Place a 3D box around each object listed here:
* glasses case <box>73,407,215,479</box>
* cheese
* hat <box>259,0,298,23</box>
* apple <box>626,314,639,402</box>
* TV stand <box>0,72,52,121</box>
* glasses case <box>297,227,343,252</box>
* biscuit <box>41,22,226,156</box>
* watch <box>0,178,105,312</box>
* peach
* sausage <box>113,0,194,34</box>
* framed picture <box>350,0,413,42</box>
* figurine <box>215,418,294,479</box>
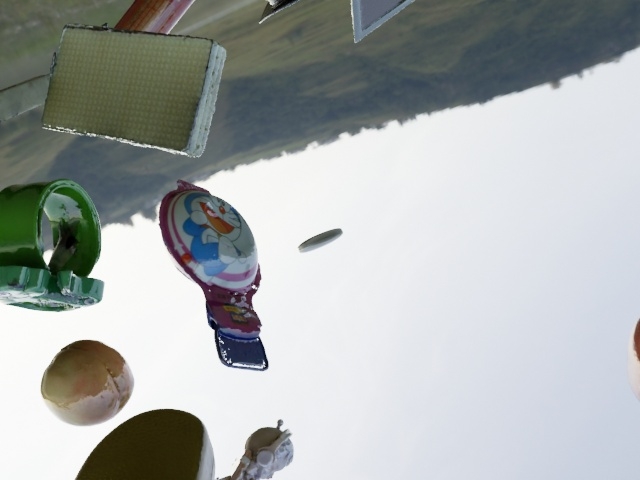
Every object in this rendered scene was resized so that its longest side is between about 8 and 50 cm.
[{"bbox_3d":[-0.233,0.388,0.865,0.173,0.141,0.371,-1,-143,3],"label":"glasses case"},{"bbox_3d":[-0.112,0.031,0.790,0.062,0.155,0.244,-36,-123,26],"label":"cheese"},{"bbox_3d":[-0.052,-0.349,0.956,0.121,0.050,0.121,-31,-142,28],"label":"hat"},{"bbox_3d":[0.711,0.224,1.338,0.260,0.260,0.216,-24,-174,5],"label":"apple"},{"bbox_3d":[-0.419,-0.171,0.914,0.042,0.036,0.249,-8,-158,20],"label":"TV stand"},{"bbox_3d":[0.000,0.000,1.148,0.083,0.021,0.032,-23,173,-28],"label":"glasses case"},{"bbox_3d":[-0.199,-0.160,0.746,0.199,0.121,0.040,14,-177,23],"label":"biscuit"},{"bbox_3d":[-0.317,0.001,0.812,0.131,0.152,0.165,-4,164,17],"label":"watch"},{"bbox_3d":[-0.477,0.297,1.474,0.184,0.184,0.184,-22,-161,8],"label":"peach"},{"bbox_3d":[-0.307,-0.329,1.168,0.264,0.083,0.083,-53,-157,-4],"label":"sausage"},{"bbox_3d":[0.145,-0.435,1.043,0.273,0.016,0.216,-37,158,-11],"label":"framed picture"},{"bbox_3d":[-0.137,0.535,1.689,0.237,0.141,0.162,-47,173,-39],"label":"figurine"}]
